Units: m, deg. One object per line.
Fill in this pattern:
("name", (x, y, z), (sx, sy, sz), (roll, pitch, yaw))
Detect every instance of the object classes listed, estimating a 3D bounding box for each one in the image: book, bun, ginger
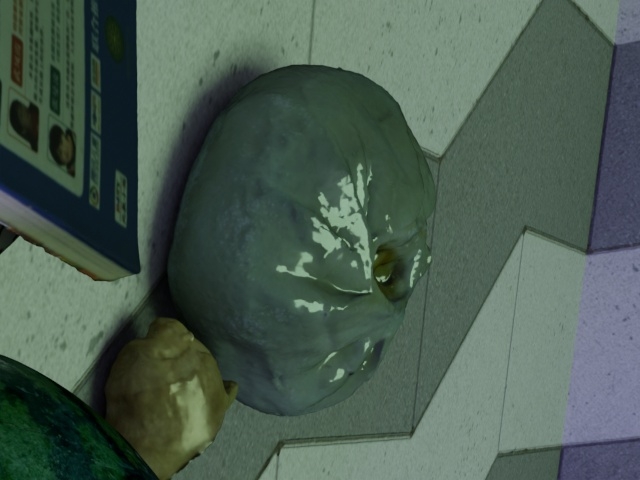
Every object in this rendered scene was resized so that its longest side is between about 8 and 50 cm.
("book", (-0.212, -0.171, 1.064), (0.428, 0.039, 0.300), (42, 42, -63))
("bun", (0.002, -0.006, 1.715), (0.354, 0.194, 0.354), (9, 90, -67))
("ginger", (-0.159, 0.157, 1.555), (0.193, 0.115, 0.122), (-53, 127, -37))

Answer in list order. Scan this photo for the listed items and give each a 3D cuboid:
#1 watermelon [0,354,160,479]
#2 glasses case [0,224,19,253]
("watermelon", (-0.263, 0.148, 1.182), (0.292, 0.319, 0.222), (78, -5, -60))
("glasses case", (-0.235, -0.063, 1.210), (0.355, 0.085, 0.137), (-53, 145, -51))
